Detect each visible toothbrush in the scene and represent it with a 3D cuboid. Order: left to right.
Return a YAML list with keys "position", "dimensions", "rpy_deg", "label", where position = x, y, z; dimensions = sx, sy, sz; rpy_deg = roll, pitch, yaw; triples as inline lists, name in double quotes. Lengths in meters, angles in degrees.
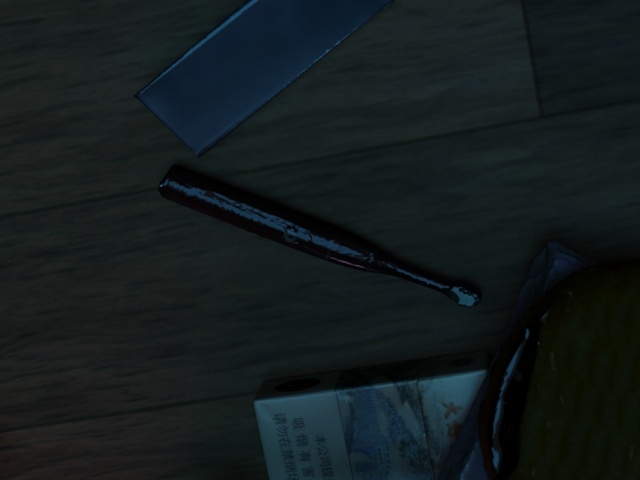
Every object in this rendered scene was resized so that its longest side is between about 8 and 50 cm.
- position: [0.000, 0.000, 1.252]
  dimensions: [0.364, 0.041, 0.040]
  rpy_deg: [21, 105, 2]
  label: "toothbrush"

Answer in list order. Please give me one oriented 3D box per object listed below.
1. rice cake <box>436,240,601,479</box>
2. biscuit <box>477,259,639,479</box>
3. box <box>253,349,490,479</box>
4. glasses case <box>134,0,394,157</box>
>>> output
- position: [0.217, 0.154, 1.204]
  dimensions: [0.106, 0.050, 0.298]
  rpy_deg: [25, 88, -21]
  label: "rice cake"
- position: [0.307, 0.174, 1.190]
  dimensions: [0.318, 0.040, 0.317]
  rpy_deg: [-3, 100, -18]
  label: "biscuit"
- position: [0.069, 0.223, 1.280]
  dimensions: [0.257, 0.069, 0.164]
  rpy_deg: [-9, 102, 10]
  label: "box"
- position: [-0.060, -0.207, 1.210]
  dimensions: [0.266, 0.056, 0.105]
  rpy_deg: [-37, 120, 14]
  label: "glasses case"
